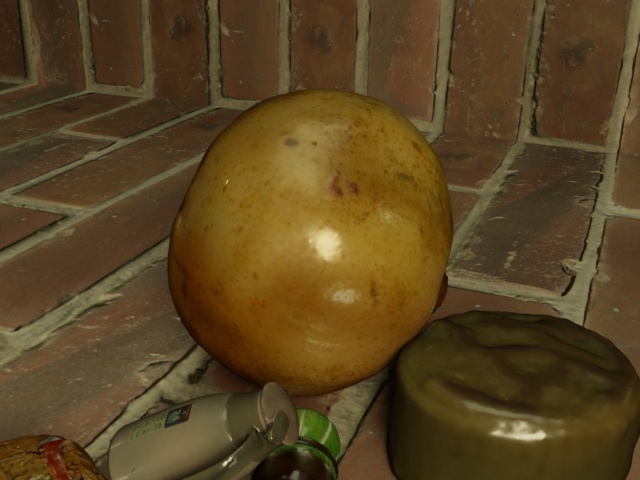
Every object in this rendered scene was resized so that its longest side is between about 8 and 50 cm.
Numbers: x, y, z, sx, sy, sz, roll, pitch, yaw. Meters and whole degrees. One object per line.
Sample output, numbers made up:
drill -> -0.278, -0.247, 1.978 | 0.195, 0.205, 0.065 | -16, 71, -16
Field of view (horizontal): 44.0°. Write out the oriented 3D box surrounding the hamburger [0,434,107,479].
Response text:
hamburger -> -0.303, 0.272, 0.763 | 0.231, 0.107, 0.231 | -5, 19, 2

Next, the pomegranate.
pomegranate -> 0.000, 0.000, 1.054 | 0.416, 0.417, 0.417 | 1, 23, 0

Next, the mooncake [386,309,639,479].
mooncake -> 0.221, 0.191, 0.917 | 0.284, 0.156, 0.284 | 1, 21, 0

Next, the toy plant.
toy plant -> -0.026, 0.241, 0.862 | 0.092, 0.093, 0.162 | 3, 22, 5

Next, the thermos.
thermos -> -0.114, 0.213, 0.795 | 0.193, 0.105, 0.137 | -26, 10, 21
